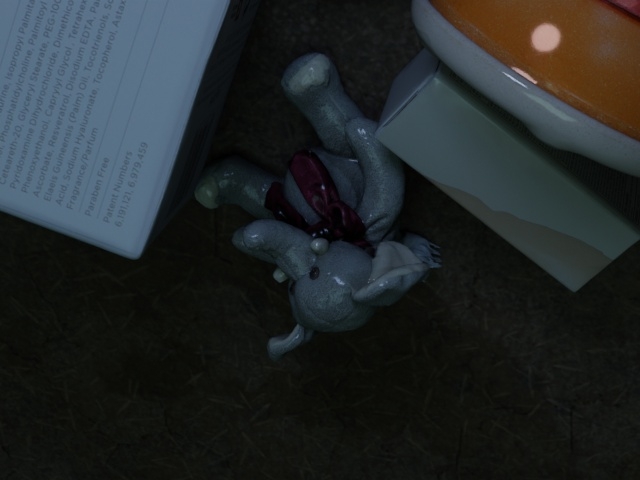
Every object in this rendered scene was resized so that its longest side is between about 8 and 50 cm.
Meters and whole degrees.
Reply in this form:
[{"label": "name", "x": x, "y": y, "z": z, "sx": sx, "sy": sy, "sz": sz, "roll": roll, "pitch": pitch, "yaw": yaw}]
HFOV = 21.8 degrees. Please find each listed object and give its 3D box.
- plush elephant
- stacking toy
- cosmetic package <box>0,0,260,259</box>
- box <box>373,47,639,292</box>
[{"label": "plush elephant", "x": 0.000, "y": 0.000, "z": 1.997, "sx": 0.330, "sy": 0.255, "sz": 0.272, "roll": 41, "pitch": 124, "yaw": -15}, {"label": "stacking toy", "x": 0.346, "y": -0.332, "z": 1.701, "sx": 0.351, "sy": 0.350, "sz": 0.480, "roll": 29, "pitch": 108, "yaw": -7}, {"label": "cosmetic package", "x": -0.299, "y": -0.223, "z": 1.817, "sx": 0.394, "sy": 0.329, "sz": 0.327, "roll": 20, "pitch": 105, "yaw": 0}, {"label": "box", "x": 0.227, "y": -0.099, "z": 1.940, "sx": 0.311, "sy": 0.148, "sz": 0.121, "roll": 38, "pitch": 126, "yaw": -11}]
